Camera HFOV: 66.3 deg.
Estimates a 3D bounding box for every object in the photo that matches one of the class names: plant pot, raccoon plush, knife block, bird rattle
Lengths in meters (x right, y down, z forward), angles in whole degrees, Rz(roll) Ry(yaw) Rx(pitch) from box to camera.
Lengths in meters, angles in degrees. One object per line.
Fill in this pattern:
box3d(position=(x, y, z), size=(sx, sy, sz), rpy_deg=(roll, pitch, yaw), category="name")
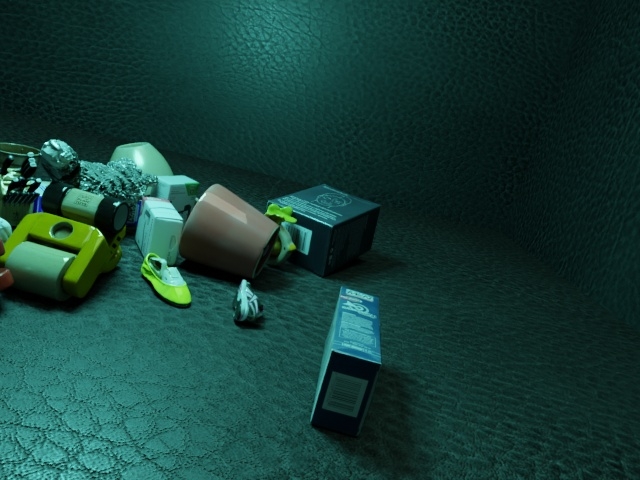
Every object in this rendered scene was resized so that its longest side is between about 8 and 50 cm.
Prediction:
box3d(position=(-1.115, -0.254, 1.779), size=(0.167, 0.165, 0.167), rpy_deg=(14, 16, -4), category="plant pot")
box3d(position=(-0.774, -0.309, 2.075), size=(0.284, 0.191, 0.284), rpy_deg=(-4, 21, 2), category="plant pot")
box3d(position=(-0.643, -0.202, 1.500), size=(0.216, 0.446, 0.299), rpy_deg=(45, 60, -4), category="raccoon plush")
box3d(position=(-0.279, -0.013, 1.581), size=(0.243, 0.275, 0.275), rpy_deg=(25, 16, 3), category="plant pot")
box3d(position=(-0.957, -0.177, 1.515), size=(0.276, 0.242, 0.088), rpy_deg=(27, 19, 37), category="knife block")
box3d(position=(-0.194, -0.005, 1.732), size=(0.207, 0.253, 0.143), rpy_deg=(57, 26, 6), category="bird rattle")

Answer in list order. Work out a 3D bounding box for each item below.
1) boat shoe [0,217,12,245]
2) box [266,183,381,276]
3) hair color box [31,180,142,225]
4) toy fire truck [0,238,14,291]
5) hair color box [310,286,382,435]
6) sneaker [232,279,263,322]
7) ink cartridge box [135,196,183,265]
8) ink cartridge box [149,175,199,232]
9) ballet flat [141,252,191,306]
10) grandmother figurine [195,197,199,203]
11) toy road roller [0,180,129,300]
box3d(position=(-0.776, 0.021, 1.185), size=(0.066, 0.184, 0.063), rpy_deg=(23, 48, -10), category="boat shoe")
box3d(position=(0.009, -0.055, 1.939), size=(0.293, 0.212, 0.395), rpy_deg=(23, 27, 27), category="box")
box3d(position=(-0.831, -0.129, 1.719), size=(0.339, 0.110, 0.185), rpy_deg=(1, 20, -45), category="hair color box")
box3d(position=(-0.821, 0.064, 0.999), size=(0.254, 0.169, 0.302), rpy_deg=(-6, 18, 17), category="toy fire truck")
box3d(position=(0.064, 0.250, 1.100), size=(0.105, 0.174, 0.347), rpy_deg=(16, 16, 1), category="hair color box")
box3d(position=(-0.196, 0.176, 1.346), size=(0.077, 0.072, 0.178), rpy_deg=(23, 21, -17), category="sneaker")
box3d(position=(-0.519, -0.032, 1.567), size=(0.092, 0.158, 0.218), rpy_deg=(6, 18, -34), category="ink cartridge box")
box3d(position=(-0.540, -0.124, 1.776), size=(0.087, 0.208, 0.153), rpy_deg=(25, 19, 22), category="ink cartridge box")
box3d(position=(-0.427, 0.100, 1.348), size=(0.077, 0.077, 0.231), rpy_deg=(-1, 22, -45), category="ballet flat")
box3d(position=(-0.640, -0.200, 2.153), size=(0.208, 0.104, 0.342), rpy_deg=(1, 16, -14), category="grandmother figurine")
box3d(position=(-0.638, 0.029, 1.279), size=(0.202, 0.240, 0.329), rpy_deg=(16, 53, 2), category="toy road roller")
